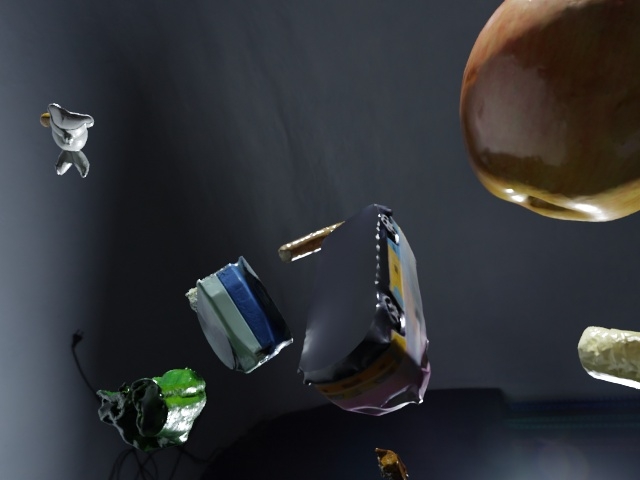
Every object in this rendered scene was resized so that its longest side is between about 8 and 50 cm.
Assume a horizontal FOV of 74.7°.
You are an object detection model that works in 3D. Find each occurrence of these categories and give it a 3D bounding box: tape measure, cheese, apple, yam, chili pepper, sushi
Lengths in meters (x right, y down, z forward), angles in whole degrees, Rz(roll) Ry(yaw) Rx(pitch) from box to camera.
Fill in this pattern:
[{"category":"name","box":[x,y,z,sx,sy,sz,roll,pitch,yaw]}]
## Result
[{"category":"tape measure","box":[-0.221,0.214,1.111,0.138,0.262,0.259,-27,78,-31]},{"category":"cheese","box":[0.572,0.215,0.749,0.123,0.167,0.094,29,75,-25]},{"category":"apple","box":[0.421,-0.215,0.695,0.391,0.391,0.346,18,88,-66]},{"category":"yam","box":[0.000,0.000,1.108,0.241,0.057,0.057,-20,101,-27]},{"category":"chili pepper","box":[-0.368,0.391,0.959,0.385,0.213,0.167,107,-37,-70]},{"category":"sushi","box":[0.154,0.496,0.919,0.052,0.055,0.120,-90,159,-46]}]

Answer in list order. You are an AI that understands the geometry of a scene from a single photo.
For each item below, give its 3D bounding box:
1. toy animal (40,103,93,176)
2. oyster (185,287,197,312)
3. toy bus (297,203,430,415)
[{"category":"toy animal","box":[-0.656,-0.257,1.071,0.131,0.182,0.127,11,66,-23]},{"category":"oyster","box":[-0.303,0.248,1.336,0.267,0.198,0.112,45,63,-17]},{"category":"toy bus","box":[0.089,0.110,0.711,0.162,0.171,0.386,45,27,-20]}]
